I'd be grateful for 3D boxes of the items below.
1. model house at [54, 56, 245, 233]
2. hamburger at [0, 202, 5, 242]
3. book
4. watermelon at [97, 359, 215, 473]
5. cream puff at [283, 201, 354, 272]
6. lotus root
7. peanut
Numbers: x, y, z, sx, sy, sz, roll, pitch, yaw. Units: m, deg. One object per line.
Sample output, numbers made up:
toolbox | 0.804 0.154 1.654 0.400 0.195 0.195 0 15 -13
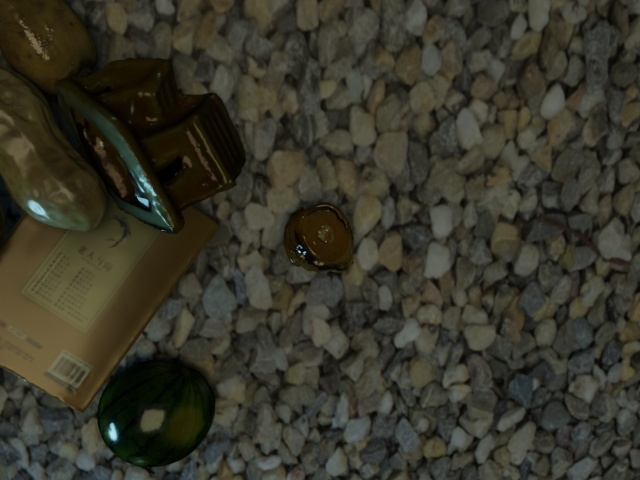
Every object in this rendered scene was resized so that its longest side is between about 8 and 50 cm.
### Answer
model house | -0.238 -0.171 0.971 0.239 0.173 0.267 -35 107 -33
hamburger | -0.650 -0.041 0.925 0.305 0.174 0.284 -34 68 -5
book | -0.384 0.050 1.016 0.269 0.032 0.388 38 77 -13
watermelon | -0.305 0.331 1.118 0.232 0.127 0.204 -40 108 11
cream puff | 0.000 0.000 1.073 0.133 0.104 0.119 31 67 -20
lotus root | -0.415 -0.297 0.949 0.125 0.118 0.220 -27 108 17
peanut | -0.440 -0.140 0.919 0.149 0.149 0.313 -36 100 4
